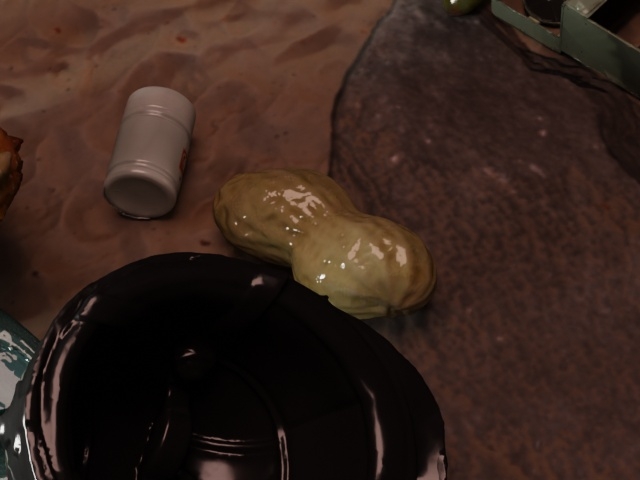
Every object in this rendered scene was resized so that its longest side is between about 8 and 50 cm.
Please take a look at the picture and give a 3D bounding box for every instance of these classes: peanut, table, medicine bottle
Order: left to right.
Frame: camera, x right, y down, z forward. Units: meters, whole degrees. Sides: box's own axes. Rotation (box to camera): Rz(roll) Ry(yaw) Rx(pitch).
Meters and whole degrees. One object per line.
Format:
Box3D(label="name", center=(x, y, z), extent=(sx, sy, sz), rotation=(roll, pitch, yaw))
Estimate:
Box3D(label="medicine bottle", center=(-0.129, -0.066, 1.385), extent=(0.057, 0.057, 0.089), rotation=(3, 53, 8))
Box3D(label="peanut", center=(0.000, 0.000, 1.309), extent=(0.187, 0.082, 0.082), rotation=(34, 62, 28))
Box3D(label="table", center=(0.247, -0.201, 1.451), extent=(0.175, 0.062, 0.146), rotation=(35, 63, 25))

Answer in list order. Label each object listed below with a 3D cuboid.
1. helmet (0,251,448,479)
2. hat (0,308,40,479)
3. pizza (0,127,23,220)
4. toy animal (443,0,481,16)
Box3D(label="helmet", center=(-0.074, 0.140, 1.147), extent=(0.279, 0.160, 0.230), rotation=(14, 63, -26))
Box3D(label="hat", center=(-0.226, 0.124, 1.239), extent=(0.138, 0.078, 0.191), rotation=(-37, 76, -12))
Box3D(label="pizza", center=(-0.310, -0.013, 1.234), extent=(0.278, 0.114, 0.409), rotation=(-30, 12, 23))
Box3D(label="toy animal", center=(0.160, -0.330, 1.492), extent=(0.180, 0.181, 0.363), rotation=(-9, 49, 12))
